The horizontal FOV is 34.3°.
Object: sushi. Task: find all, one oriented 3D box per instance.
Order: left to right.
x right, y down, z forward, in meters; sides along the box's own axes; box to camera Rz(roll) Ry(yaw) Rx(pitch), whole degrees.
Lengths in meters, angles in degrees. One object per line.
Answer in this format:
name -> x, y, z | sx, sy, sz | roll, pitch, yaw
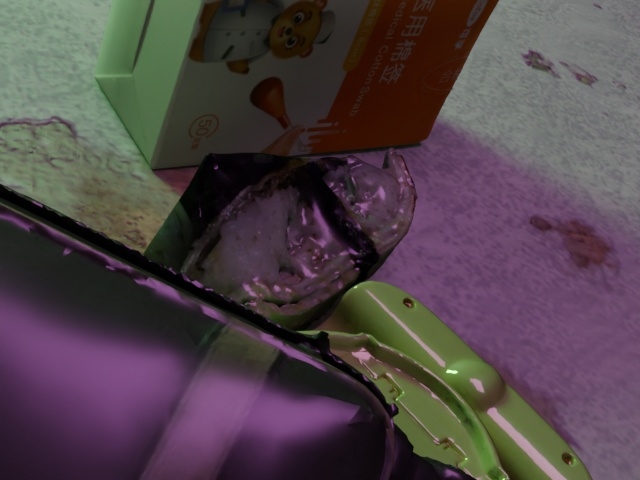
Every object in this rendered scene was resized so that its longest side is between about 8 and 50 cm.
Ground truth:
sushi -> -0.002, 0.011, 0.813 | 0.273, 0.134, 0.109 | -9, 53, -50

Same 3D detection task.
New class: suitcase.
suitcase -> -0.173, 0.123, 0.453 | 0.433, 0.194, 0.283 | 26, 74, 4

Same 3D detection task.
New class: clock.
clock -> 0.008, 0.158, 0.649 | 0.308, 0.096, 0.235 | -21, 56, -42

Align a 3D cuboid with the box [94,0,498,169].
box -> -0.012, -0.204, 0.972 | 0.341, 0.225, 0.143 | -10, 51, -36
